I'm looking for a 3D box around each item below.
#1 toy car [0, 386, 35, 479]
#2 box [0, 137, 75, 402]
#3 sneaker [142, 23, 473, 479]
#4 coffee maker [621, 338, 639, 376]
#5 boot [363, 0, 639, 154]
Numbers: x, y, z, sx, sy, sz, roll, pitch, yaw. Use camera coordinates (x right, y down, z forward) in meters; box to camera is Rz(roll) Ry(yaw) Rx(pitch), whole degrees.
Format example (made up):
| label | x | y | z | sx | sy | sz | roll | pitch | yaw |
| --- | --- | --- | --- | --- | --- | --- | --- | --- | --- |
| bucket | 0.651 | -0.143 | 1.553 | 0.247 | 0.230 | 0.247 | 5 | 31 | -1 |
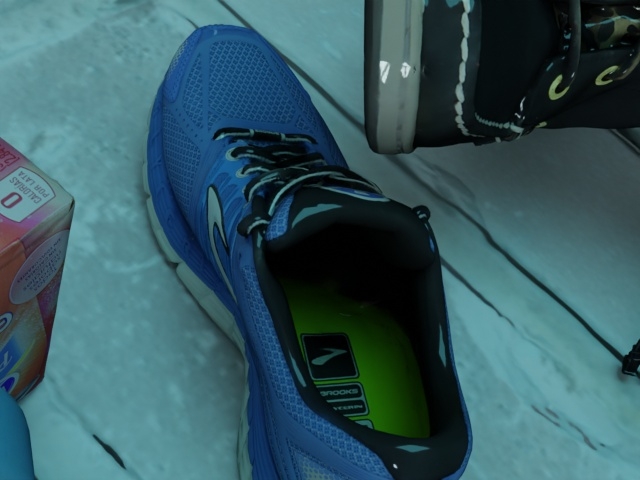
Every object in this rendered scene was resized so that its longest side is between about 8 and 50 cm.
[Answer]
| label | x | y | z | sx | sy | sz | roll | pitch | yaw |
| --- | --- | --- | --- | --- | --- | --- | --- | --- | --- |
| toy car | -0.169 | 0.201 | 0.320 | 0.238 | 0.210 | 0.219 | -22 | 48 | 0 |
| box | -0.269 | -0.023 | 0.450 | 0.300 | 0.154 | 0.142 | 37 | 51 | 9 |
| sneaker | 0.000 | 0.000 | 0.534 | 0.130 | 0.147 | 0.330 | -7 | 55 | -25 |
| coffee maker | 0.287 | 0.012 | 0.650 | 0.171 | 0.120 | 0.178 | 19 | 48 | -4 |
| boot | 0.182 | -0.110 | 0.561 | 0.284 | 0.138 | 0.377 | 6 | 9 | 15 |
